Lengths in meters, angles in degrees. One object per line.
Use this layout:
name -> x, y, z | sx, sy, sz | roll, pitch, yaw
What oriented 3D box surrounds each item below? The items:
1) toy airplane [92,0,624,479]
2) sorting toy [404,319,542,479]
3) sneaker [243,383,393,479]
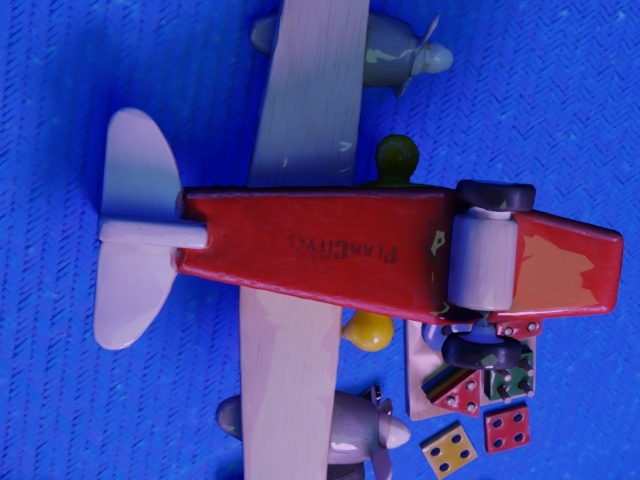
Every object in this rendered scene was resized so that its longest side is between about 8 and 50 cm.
toy airplane -> 0.000, 0.000, 1.294 | 0.386, 0.272, 0.384 | -41, 84, 13
sorting toy -> 0.150, 0.117, 1.505 | 0.132, 0.046, 0.275 | -11, 119, -15
sneaker -> -0.013, 0.199, 1.486 | 0.170, 0.051, 0.089 | -13, 119, -19
